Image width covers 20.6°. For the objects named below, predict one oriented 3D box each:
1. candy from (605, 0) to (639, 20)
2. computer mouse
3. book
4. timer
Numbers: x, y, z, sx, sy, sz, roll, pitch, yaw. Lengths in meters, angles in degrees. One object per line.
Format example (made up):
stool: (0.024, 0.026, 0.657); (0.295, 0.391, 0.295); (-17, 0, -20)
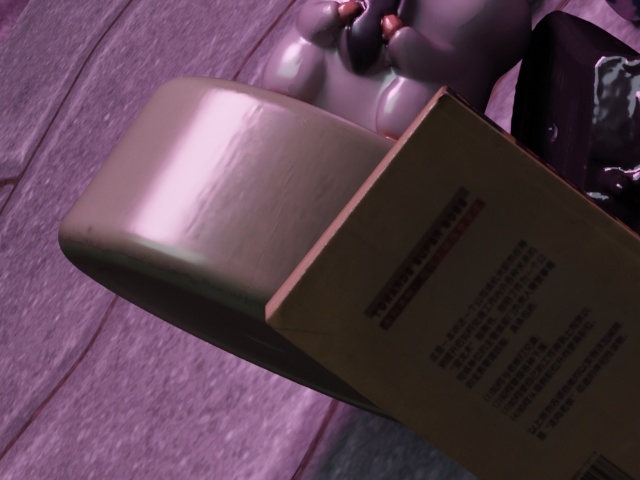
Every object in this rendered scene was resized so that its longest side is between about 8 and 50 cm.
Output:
candy: (0.196, -0.235, 1.213); (0.092, 0.160, 0.073); (-40, 32, 16)
computer mouse: (0.177, -0.060, 1.081); (0.264, 0.088, 0.147); (-94, 7, -72)
book: (0.107, 0.049, 0.945); (0.161, 0.231, 0.026); (-52, 7, 10)
timer: (0.026, -0.073, 1.122); (0.291, 0.291, 0.315); (8, 71, 62)
